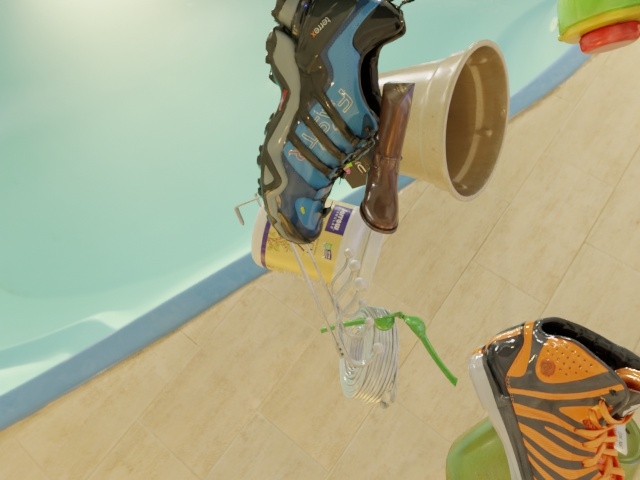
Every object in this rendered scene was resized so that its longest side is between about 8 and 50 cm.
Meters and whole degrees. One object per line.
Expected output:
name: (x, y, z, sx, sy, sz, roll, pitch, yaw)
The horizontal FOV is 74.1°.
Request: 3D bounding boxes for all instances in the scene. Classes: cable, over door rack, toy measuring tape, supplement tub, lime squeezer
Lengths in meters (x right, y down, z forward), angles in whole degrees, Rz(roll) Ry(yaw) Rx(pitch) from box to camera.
cable: (0.122, 0.301, 1.130, 0.089, 0.257, 0.257, 14, 72, -14)
over door rack: (0.000, 0.033, 0.747, 0.108, 0.239, 0.324, -34, 99, 5)
toy measuring tape: (0.377, -0.302, 0.495, 0.121, 0.330, 0.121, 0, 96, -2)
supplement tub: (0.000, 0.000, 1.183, 0.331, 0.241, 0.241, 16, 68, 9)
lime squeezer: (0.160, 0.207, 0.939, 0.310, 0.059, 0.110, 19, 97, 13)

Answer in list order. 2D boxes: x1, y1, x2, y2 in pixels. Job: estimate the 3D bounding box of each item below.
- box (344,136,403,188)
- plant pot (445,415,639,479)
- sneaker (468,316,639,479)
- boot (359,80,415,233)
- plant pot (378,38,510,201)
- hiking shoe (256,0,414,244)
box: (0.066, -0.121, 0.626, 0.052, 0.083, 0.062, -45, 106, -22)
plant pot: (0.416, 0.397, 0.763, 0.275, 0.293, 0.274, 11, 37, -8)
sneaker: (0.309, 0.236, 0.479, 0.125, 0.180, 0.321, 1, 55, -38)
boot: (0.063, -0.078, 0.381, 0.037, 0.114, 0.106, 5, 41, -6)
plant pot: (0.230, -0.277, 1.004, 0.305, 0.334, 0.334, 15, 65, 40)
hiking shoe: (0.009, -0.112, 0.471, 0.132, 0.304, 0.113, 16, 38, 14)
